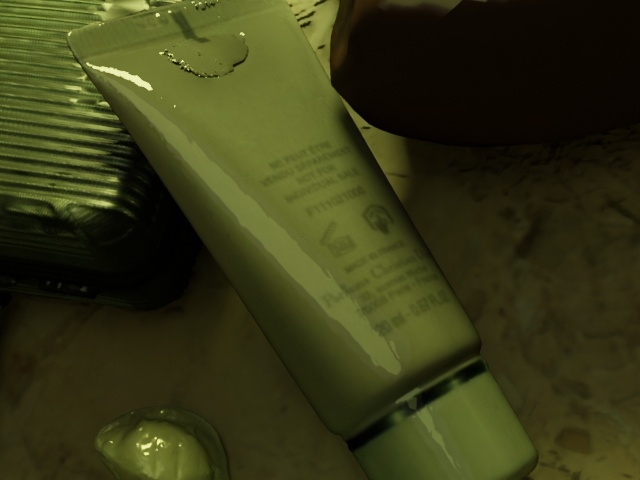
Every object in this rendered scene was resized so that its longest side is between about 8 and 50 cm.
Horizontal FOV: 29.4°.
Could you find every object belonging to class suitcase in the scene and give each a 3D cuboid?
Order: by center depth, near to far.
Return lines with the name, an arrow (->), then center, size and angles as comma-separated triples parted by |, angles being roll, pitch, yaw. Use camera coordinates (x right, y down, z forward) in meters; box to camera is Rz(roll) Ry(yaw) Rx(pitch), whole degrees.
suitcase -> -0.208, -0.074, 0.741 | 0.312, 0.128, 0.202 | 8, 65, 16

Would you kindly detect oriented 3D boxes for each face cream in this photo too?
face cream -> 0.000, 0.000, 0.636 | 0.143, 0.089, 0.314 | -23, 78, -35

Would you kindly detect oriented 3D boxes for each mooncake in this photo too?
mooncake -> 0.111, -0.200, 0.701 | 0.326, 0.174, 0.334 | 38, 77, 24

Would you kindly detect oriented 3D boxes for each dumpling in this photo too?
dumpling -> -0.082, 0.119, 0.672 | 0.077, 0.043, 0.059 | 22, 50, 25

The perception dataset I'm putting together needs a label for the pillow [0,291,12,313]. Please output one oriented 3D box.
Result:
pillow -> -0.235, 0.093, 0.714 | 0.090, 0.048, 0.150 | -5, 61, 14
